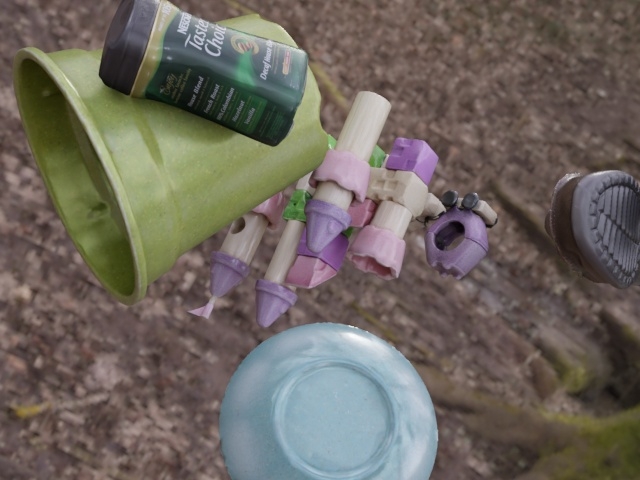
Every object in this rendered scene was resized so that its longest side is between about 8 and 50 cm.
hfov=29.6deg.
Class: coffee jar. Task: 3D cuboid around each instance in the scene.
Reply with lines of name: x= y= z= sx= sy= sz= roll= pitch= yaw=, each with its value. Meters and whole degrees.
coffee jar: x=-0.108 y=-0.160 z=1.118 sx=0.184 sy=0.079 sz=0.096 roll=18 pitch=47 yaw=-13

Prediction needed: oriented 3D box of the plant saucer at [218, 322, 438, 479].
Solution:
plant saucer: x=0.010 y=0.158 z=1.045 sx=0.195 sy=0.037 sz=0.195 roll=3 pitch=66 yaw=-8

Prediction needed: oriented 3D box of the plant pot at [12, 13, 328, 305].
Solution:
plant pot: x=-0.143 y=-0.110 z=1.254 sx=0.254 sy=0.276 sz=0.276 roll=-26 pitch=55 yaw=-22

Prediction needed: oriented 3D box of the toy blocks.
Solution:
toy blocks: x=0.000 y=0.000 z=1.468 sx=0.288 sy=0.260 sz=0.309 roll=8 pitch=-21 yaw=40

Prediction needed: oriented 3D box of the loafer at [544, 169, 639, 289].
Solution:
loafer: x=0.339 y=-0.001 z=1.522 sx=0.130 sy=0.134 sz=0.366 roll=5 pitch=-9 yaw=26
